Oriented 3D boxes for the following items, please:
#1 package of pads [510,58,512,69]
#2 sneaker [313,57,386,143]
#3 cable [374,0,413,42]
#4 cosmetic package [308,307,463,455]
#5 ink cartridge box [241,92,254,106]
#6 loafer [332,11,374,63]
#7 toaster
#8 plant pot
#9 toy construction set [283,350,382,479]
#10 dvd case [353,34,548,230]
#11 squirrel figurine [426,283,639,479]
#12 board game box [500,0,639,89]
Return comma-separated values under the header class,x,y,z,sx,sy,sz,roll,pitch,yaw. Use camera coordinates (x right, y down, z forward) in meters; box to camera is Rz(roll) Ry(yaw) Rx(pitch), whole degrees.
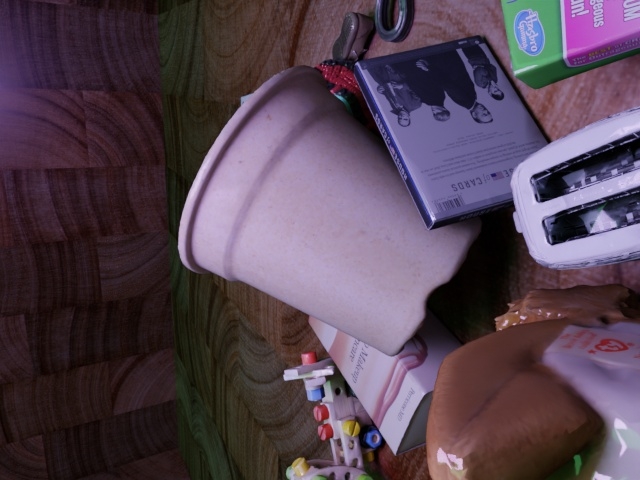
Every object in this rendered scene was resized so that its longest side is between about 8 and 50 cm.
class,x,y,z,sx,sy,sz,roll,pitch,yaw
package of pads,0.248,-0.242,0.562,0.050,0.032,0.083,10,105,58
sneaker,0.083,-0.205,0.830,0.262,0.104,0.125,52,168,32
cable,0.116,-0.466,0.754,0.139,0.072,0.287,-14,96,44
cosmetic package,0.109,0.173,0.804,0.296,0.129,0.153,49,136,45
ink cartridge box,-0.144,-0.266,1.241,0.223,0.045,0.224,13,108,59
loafer,0.057,-0.346,0.866,0.148,0.050,0.056,135,127,-73
toaster,0.284,-0.046,0.425,0.227,0.146,0.129,-24,76,60
plant pot,0.035,-0.017,0.674,0.305,0.334,0.334,32,133,11
toy construction set,0.012,0.361,0.931,0.151,0.215,0.328,5,101,60
dvd case,0.165,-0.140,0.587,0.029,0.179,0.239,99,153,-65
squirrel figurine,0.243,0.248,0.419,0.397,0.281,0.370,-55,-42,-75
board game box,0.286,-0.282,0.345,0.316,0.064,0.242,-12,86,40
